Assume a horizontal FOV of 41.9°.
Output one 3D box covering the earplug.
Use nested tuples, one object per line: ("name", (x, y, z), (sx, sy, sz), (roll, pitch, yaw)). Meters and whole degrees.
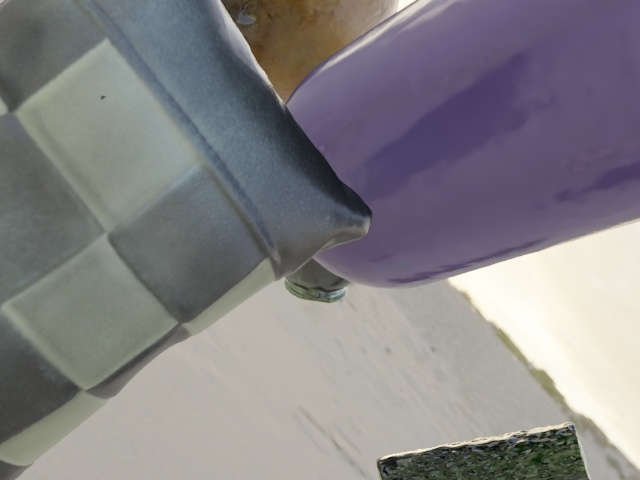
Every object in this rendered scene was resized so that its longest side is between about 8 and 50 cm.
("earplug", (0.163, -0.101, 0.500), (0.215, 0.455, 0.215), (37, 41, -41))

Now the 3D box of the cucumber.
("cucumber", (0.139, 0.202, 0.737), (0.058, 0.187, 0.058), (-15, 90, -72))

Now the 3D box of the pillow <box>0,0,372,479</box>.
("pillow", (-0.117, -0.006, 0.344), (0.186, 0.250, 0.106), (58, -9, -27))

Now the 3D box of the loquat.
("loquat", (-0.057, -0.325, 1.047), (0.328, 0.328, 0.328), (51, -1, 1))

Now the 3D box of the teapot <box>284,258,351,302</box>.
("teapot", (0.007, 0.003, 0.727), (0.092, 0.091, 0.124), (19, 24, 23))
